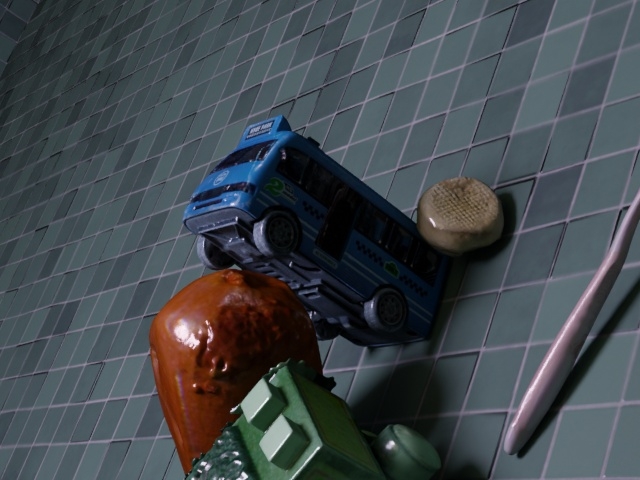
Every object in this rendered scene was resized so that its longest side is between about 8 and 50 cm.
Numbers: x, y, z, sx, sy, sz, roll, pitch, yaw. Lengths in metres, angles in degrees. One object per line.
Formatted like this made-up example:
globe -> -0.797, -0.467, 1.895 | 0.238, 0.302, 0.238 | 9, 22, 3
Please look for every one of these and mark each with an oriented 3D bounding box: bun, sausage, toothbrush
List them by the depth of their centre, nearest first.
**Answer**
toothbrush -> 0.224, 0.038, 1.098 | 0.307, 0.025, 0.029 | -62, 29, 4
sausage -> -0.068, 0.149, 1.258 | 0.141, 0.268, 0.153 | -20, 36, -13
bun -> 0.131, -0.018, 1.309 | 0.054, 0.086, 0.086 | 91, -176, -48

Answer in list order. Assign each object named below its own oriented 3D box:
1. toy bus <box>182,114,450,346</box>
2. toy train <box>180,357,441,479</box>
toy bus -> 0.000, 0.000, 1.306 | 0.113, 0.246, 0.134 | -13, 47, 52
toy train -> -0.027, 0.246, 1.143 | 0.271, 0.188, 0.159 | -50, 28, 11
